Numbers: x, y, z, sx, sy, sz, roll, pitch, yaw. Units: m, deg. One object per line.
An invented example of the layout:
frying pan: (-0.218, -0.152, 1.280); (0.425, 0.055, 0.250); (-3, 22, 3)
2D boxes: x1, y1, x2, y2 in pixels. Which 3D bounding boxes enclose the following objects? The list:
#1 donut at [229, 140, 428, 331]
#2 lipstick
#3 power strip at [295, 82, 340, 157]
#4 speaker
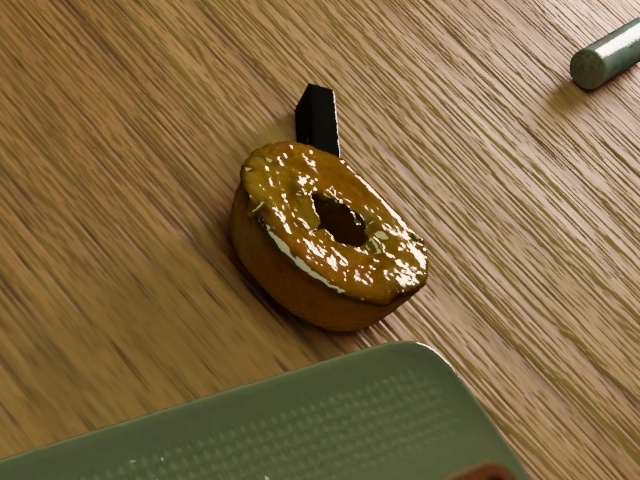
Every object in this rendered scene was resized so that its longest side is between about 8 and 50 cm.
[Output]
donut: (0.000, 0.000, 1.150); (0.162, 0.065, 0.178); (-14, 57, -47)
lipstick: (0.339, -0.216, 1.603); (0.048, 0.048, 0.158); (44, 41, 13)
power strip: (-0.004, -0.094, 1.262); (0.029, 0.038, 0.111); (15, 42, -19)
speaker: (-0.069, 0.199, 0.804); (0.406, 0.184, 0.183); (-14, 57, -41)
